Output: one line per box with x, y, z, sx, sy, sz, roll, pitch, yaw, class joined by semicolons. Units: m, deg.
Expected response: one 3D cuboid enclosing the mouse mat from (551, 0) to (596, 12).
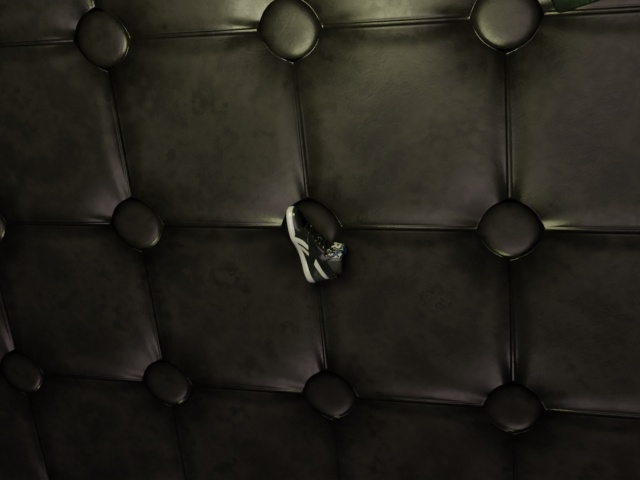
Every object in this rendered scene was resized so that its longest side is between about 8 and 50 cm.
0.530;-0.535;1.783;0.152;0.007;0.189;-15;151;24;mouse mat

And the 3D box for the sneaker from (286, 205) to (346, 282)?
0.000;0.000;2.226;0.121;0.079;0.217;-11;117;18;sneaker
